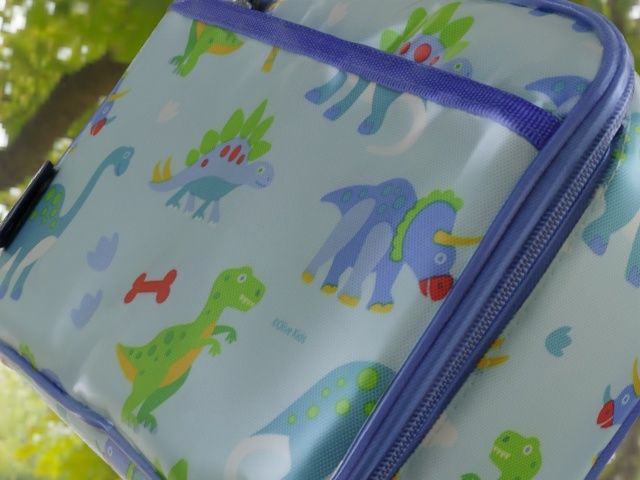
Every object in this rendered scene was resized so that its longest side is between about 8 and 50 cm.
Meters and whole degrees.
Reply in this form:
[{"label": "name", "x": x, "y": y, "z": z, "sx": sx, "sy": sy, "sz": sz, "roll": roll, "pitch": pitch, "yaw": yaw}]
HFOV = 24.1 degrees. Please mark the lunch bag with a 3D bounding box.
[{"label": "lunch bag", "x": 0.000, "y": 0.000, "z": 0.443, "sx": 0.090, "sy": 0.176, "sz": 0.219, "roll": 40, "pitch": -6, "yaw": -36}]
